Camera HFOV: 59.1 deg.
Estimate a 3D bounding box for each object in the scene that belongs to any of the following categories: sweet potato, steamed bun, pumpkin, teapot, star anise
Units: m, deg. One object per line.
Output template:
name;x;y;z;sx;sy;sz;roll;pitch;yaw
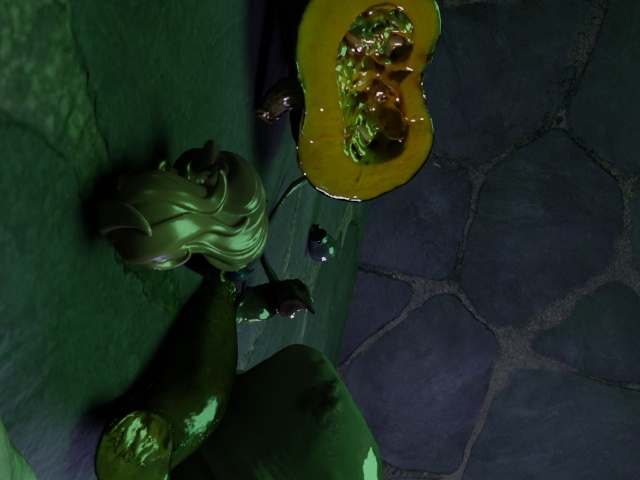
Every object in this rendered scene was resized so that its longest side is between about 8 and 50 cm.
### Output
sweet potato;-0.131;0.137;0.576;0.286;0.085;0.112;-65;160;-55
steamed bun;-0.064;0.309;0.651;0.219;0.310;0.324;-24;175;-33
pumpkin;0.022;-0.230;0.761;0.232;0.241;0.325;-110;-166;-46
teapot;0.000;0.000;1.285;0.088;0.066;0.057;-100;173;-49
star anise;-0.058;0.005;0.848;0.218;0.148;0.228;-6;81;-47

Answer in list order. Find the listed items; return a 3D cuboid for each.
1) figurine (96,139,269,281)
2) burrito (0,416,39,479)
figurine;-0.102;-0.025;0.460;0.157;0.113;0.126;33;35;-75
burrito;-0.180;0.044;0.184;0.117;0.076;0.392;-67;166;-47
